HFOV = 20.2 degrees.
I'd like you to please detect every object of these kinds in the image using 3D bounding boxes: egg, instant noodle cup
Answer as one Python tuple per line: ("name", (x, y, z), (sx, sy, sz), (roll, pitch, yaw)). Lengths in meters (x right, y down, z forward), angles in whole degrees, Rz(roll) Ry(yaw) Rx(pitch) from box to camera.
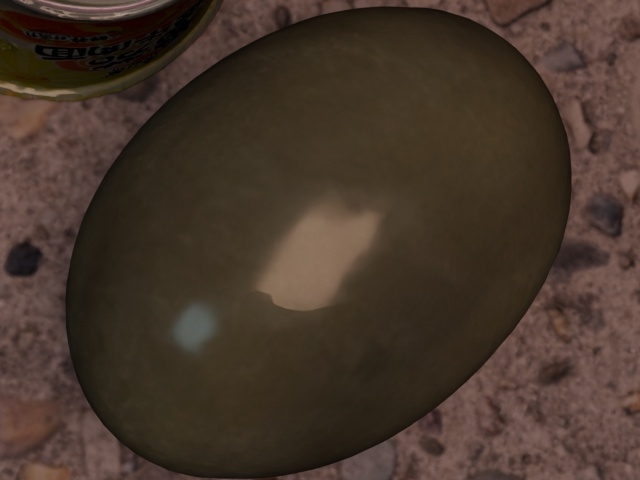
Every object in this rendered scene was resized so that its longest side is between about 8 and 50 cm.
("egg", (0.000, 0.000, 1.130), (0.352, 0.258, 0.258), (-33, 96, -15))
("instant noodle cup", (-0.157, -0.222, 1.125), (0.264, 0.200, 0.264), (0, 90, -15))
